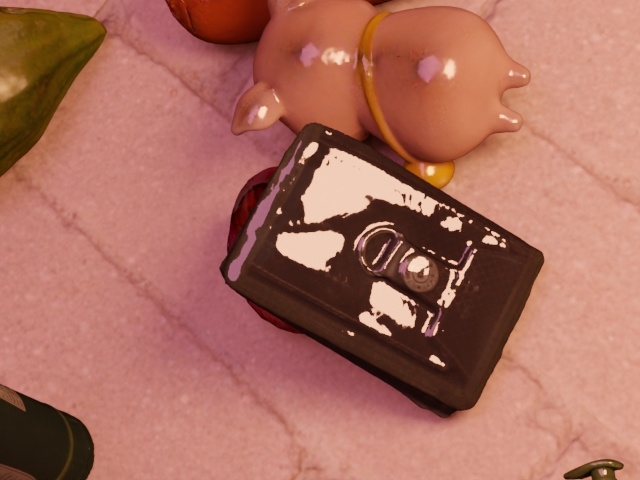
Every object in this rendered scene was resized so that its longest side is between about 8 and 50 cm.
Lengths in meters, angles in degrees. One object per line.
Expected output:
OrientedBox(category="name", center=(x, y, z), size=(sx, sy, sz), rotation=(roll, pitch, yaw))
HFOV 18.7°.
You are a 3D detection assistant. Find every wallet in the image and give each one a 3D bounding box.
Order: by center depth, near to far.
OrientedBox(category="wallet", center=(0.054, 0.025, 1.624), size=(0.245, 0.052, 0.169), rotation=(31, 85, -11))

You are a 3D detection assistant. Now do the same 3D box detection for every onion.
OrientedBox(category="onion", center=(0.000, 0.000, 1.715), size=(0.150, 0.140, 0.150), rotation=(25, 122, 48))

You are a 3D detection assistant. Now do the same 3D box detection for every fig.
OrientedBox(category="fig", center=(-0.332, -0.152, 1.870), size=(0.233, 0.167, 0.167), rotation=(-42, 61, 13))

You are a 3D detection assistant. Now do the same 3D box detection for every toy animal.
OrientedBox(category="toy animal", center=(0.061, -0.139, 1.710), size=(0.248, 0.149, 0.165), rotation=(9, 69, 12))

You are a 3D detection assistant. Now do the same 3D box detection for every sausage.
OrientedBox(category="sausage", center=(0.006, -0.254, 1.794), size=(0.330, 0.102, 0.102), rotation=(-14, 67, 18))

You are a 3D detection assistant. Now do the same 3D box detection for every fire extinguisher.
OrientedBox(category="fire extinguisher", center=(-0.306, 0.160, 1.668), size=(0.118, 0.294, 0.093), rotation=(10, 77, 26))

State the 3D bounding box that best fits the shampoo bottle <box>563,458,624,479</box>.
OrientedBox(category="shampoo bottle", center=(0.234, 0.284, 1.511), size=(0.118, 0.087, 0.234), rotation=(-14, 67, 22))
